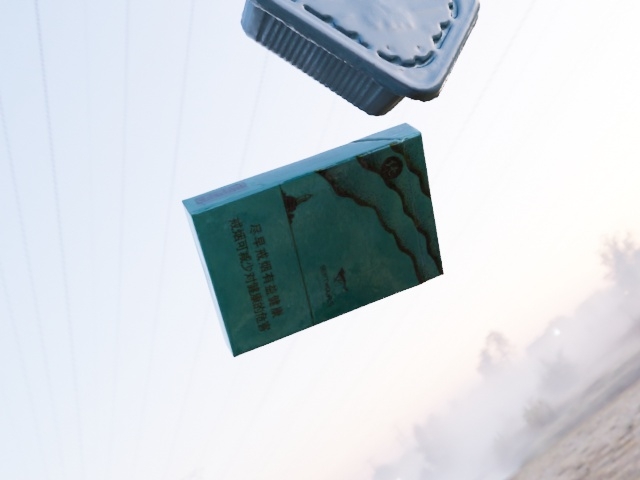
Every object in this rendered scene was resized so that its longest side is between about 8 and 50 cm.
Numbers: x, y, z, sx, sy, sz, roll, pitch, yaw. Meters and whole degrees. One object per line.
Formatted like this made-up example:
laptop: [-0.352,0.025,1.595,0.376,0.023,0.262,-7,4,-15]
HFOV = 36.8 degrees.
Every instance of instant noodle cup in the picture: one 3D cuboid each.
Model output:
instant noodle cup: [0.022,-0.176,0.740,0.070,0.179,0.157,-52,7,48]

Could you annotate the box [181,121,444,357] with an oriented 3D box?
box: [0.000,0.000,0.903,0.226,0.042,0.161,-21,-59,-13]
